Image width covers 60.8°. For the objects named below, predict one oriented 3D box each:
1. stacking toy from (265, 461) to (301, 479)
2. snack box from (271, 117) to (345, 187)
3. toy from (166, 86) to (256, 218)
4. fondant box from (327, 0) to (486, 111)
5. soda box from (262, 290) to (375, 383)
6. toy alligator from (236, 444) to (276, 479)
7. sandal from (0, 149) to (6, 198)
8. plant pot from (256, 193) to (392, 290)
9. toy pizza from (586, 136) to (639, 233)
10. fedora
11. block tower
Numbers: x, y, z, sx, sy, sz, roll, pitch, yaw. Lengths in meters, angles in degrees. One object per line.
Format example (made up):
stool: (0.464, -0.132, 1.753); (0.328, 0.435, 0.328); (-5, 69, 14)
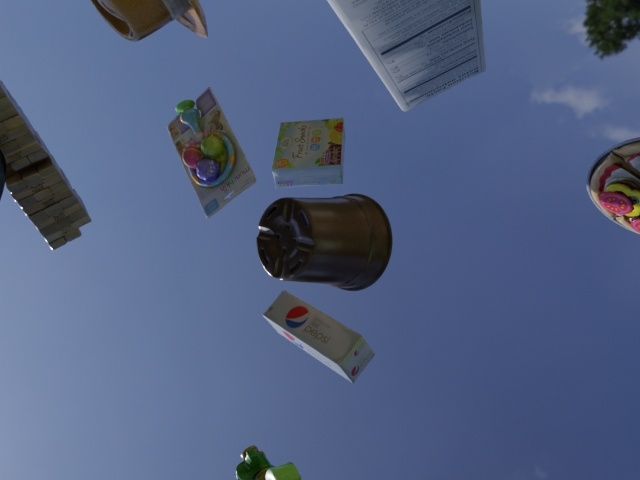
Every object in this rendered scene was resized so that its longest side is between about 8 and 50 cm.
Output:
stacking toy: (-0.057, 0.240, 0.281); (0.167, 0.052, 0.221); (-4, -123, -28)
snack box: (-0.026, -0.230, 1.420); (0.175, 0.070, 0.207); (-2, -135, 8)
toy: (-0.235, -0.180, 1.083); (0.056, 0.137, 0.237); (12, -132, -59)
fondant box: (0.027, -0.258, 0.407); (0.238, 0.096, 0.330); (67, -165, 9)
soda box: (-0.007, 0.174, 1.016); (0.216, 0.073, 0.069); (24, -114, 42)
toy alligator: (-0.098, 0.385, 0.894); (0.051, 0.189, 0.056); (-37, -125, -11)
sandal: (-0.632, 0.014, 0.914); (0.168, 0.445, 0.107); (7, -136, -28)
plant pot: (0.000, 0.000, 0.866); (0.165, 0.167, 0.167); (3, -136, -48)
toy pizza: (0.439, -0.053, 0.685); (0.201, 0.201, 0.032); (28, -114, 7)
fedora: (-0.203, -0.268, 0.566); (0.079, 0.194, 0.194); (-44, -111, -6)
block tower: (-0.526, -0.145, 0.957); (0.091, 0.335, 0.097); (-31, -136, -15)
